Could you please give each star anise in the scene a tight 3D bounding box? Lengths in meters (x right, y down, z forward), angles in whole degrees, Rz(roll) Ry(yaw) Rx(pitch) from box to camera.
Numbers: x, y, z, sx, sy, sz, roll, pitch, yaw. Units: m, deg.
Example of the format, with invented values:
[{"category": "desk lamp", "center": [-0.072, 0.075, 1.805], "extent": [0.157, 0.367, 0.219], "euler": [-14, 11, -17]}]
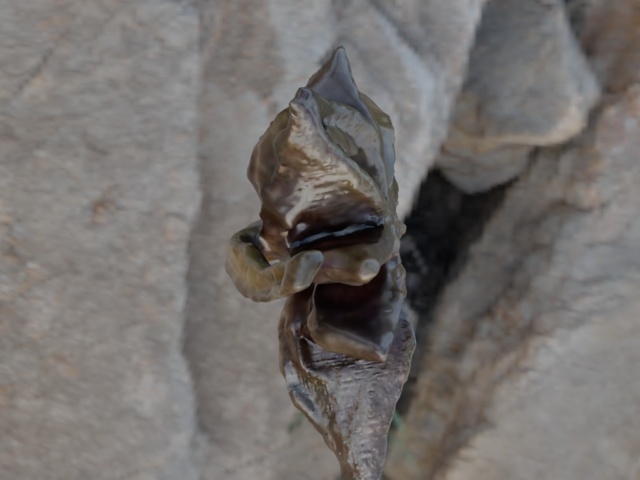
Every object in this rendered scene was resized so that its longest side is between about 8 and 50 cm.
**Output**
[{"category": "star anise", "center": [0.002, 0.001, 1.141], "extent": [0.109, 0.349, 0.292], "euler": [-13, 125, 9]}]
